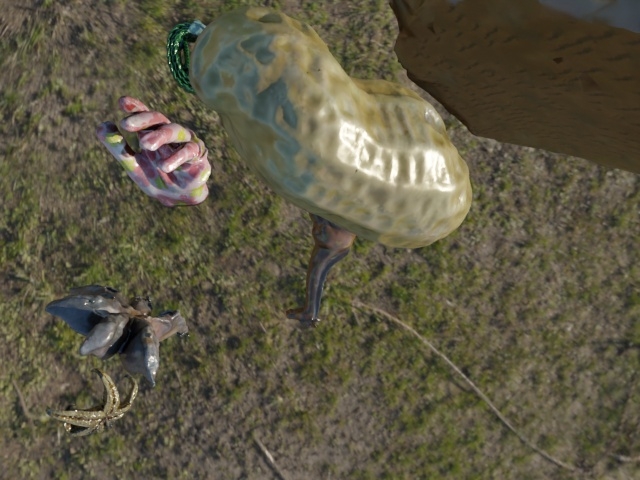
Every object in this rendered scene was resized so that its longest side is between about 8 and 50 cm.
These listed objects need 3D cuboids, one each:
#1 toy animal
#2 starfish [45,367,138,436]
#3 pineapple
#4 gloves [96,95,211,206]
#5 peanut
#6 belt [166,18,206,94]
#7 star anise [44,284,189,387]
[{"bbox_3d":[0.000,0.000,1.005,0.224,0.066,0.229,-28,99,18],"label":"toy animal"},{"bbox_3d":[-0.452,0.327,1.346,0.146,0.074,0.190,-51,155,11],"label":"starfish"},{"bbox_3d":[0.195,-0.225,0.382,0.223,0.223,0.357,34,78,-30],"label":"pineapple"},{"bbox_3d":[-0.276,-0.159,1.149,0.126,0.145,0.241,-48,145,-31],"label":"gloves"},{"bbox_3d":[0.022,-0.093,0.624,0.325,0.140,0.153,34,97,-35],"label":"peanut"},{"bbox_3d":[-0.256,-0.375,1.389,0.121,0.079,0.151,-25,96,-5],"label":"belt"},{"bbox_3d":[-0.261,0.103,0.870,0.172,0.208,0.063,29,101,-4],"label":"star anise"}]
